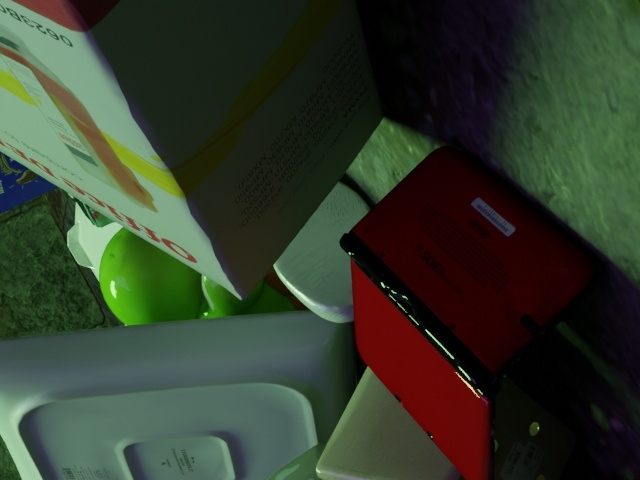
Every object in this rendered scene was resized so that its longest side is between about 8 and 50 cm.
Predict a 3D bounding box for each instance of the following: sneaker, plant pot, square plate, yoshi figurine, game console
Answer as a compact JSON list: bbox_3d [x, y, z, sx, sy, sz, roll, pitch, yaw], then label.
[{"bbox_3d":[0.000,0.000,0.978,0.212,0.080,0.094,57,177,48],"label":"sneaker"},{"bbox_3d":[0.083,0.123,0.780,0.109,0.109,0.096,38,162,-31],"label":"plant pot"},{"bbox_3d":[-0.131,0.190,1.228,0.347,0.344,0.049,83,-178,-51],"label":"square plate"},{"bbox_3d":[-0.120,0.080,1.272,0.362,0.203,0.203,94,152,-58],"label":"yoshi figurine"},{"bbox_3d":[0.079,0.040,0.715,0.085,0.124,0.144,46,180,-44],"label":"game console"}]

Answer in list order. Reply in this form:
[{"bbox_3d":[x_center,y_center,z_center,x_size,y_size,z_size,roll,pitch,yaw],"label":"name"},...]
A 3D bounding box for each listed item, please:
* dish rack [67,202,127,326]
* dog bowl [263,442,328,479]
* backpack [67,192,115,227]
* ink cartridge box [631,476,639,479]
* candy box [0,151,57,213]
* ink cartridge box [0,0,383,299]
[{"bbox_3d":[-0.240,0.019,1.687,0.333,0.072,0.285,53,148,29],"label":"dish rack"},{"bbox_3d":[0.076,0.279,0.897,0.349,0.102,0.349,45,-179,-1],"label":"dog bowl"},{"bbox_3d":[-0.184,-0.112,1.214,0.188,0.144,0.166,-96,-4,-51],"label":"backpack"},{"bbox_3d":[0.177,0.163,0.714,0.063,0.029,0.115,60,165,12],"label":"ink cartridge box"},{"bbox_3d":[-0.350,-0.149,1.396,0.122,0.317,0.268,56,164,23],"label":"candy box"},{"bbox_3d":[-0.139,-0.160,0.689,0.279,0.160,0.385,31,164,23],"label":"ink cartridge box"}]
